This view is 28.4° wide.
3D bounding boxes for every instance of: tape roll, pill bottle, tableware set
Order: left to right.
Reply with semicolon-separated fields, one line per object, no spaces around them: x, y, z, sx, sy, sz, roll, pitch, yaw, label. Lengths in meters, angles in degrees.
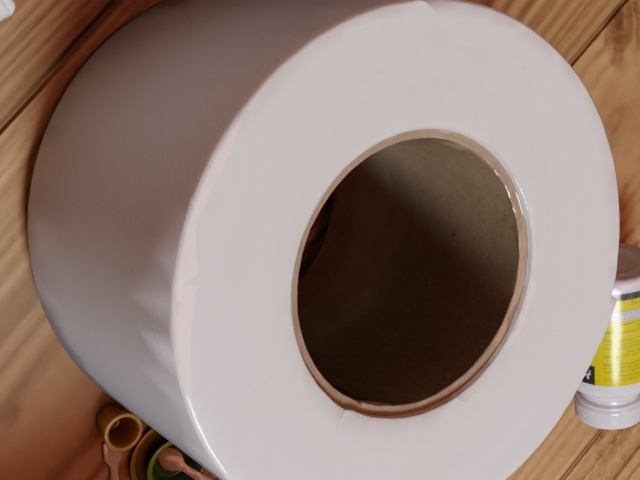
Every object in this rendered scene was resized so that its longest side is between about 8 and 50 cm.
-0.054;0.093;0.721;0.154;0.024;0.104;-16;115;-28;tableware set
0.000;0.000;0.619;0.246;0.169;0.246;-9;107;-32;tape roll
0.194;0.066;0.851;0.065;0.065;0.116;-20;117;-27;pill bottle

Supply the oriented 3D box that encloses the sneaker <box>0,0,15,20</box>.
-0.138;-0.231;0.507;0.152;0.114;0.305;9;107;-50;sneaker
